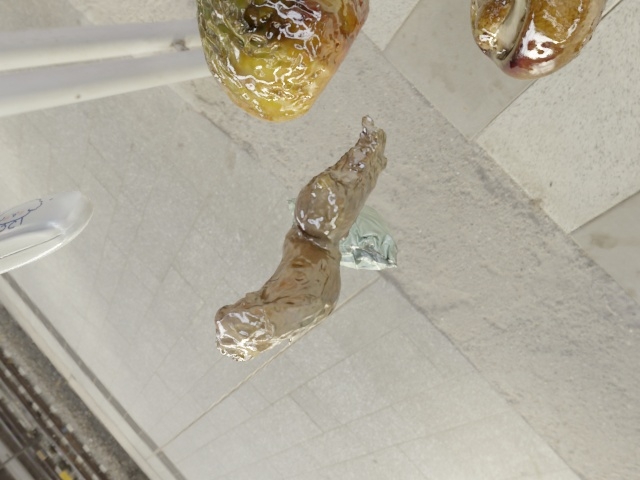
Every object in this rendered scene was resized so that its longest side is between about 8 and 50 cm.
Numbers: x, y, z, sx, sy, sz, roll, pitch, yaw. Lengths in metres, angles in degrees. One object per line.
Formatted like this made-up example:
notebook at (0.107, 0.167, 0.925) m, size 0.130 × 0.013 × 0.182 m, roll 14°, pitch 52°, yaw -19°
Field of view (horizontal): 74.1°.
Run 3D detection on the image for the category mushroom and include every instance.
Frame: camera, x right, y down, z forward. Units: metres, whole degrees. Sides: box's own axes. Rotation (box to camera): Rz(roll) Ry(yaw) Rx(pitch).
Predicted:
mushroom at (0.319, -0.366, 0.627) m, size 0.153 × 0.253 × 0.253 m, roll -3°, pitch 122°, yaw -8°

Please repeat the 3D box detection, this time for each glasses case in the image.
glasses case at (-0.340, -0.003, 0.468) m, size 0.197 × 0.076 × 0.049 m, roll -17°, pitch 128°, yaw 13°

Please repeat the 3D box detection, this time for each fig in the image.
fig at (-0.124, -0.354, 0.642) m, size 0.368 × 0.286 × 0.286 m, roll 22°, pitch 135°, yaw -17°

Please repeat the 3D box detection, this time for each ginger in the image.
ginger at (0.001, -0.002, 0.426) m, size 0.084 × 0.290 × 0.122 m, roll 26°, pitch 148°, yaw 9°

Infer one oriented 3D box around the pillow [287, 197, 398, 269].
pillow at (0.048, -0.028, 1.112) m, size 0.283 × 0.310 × 0.138 m, roll 13°, pitch 113°, yaw -9°
